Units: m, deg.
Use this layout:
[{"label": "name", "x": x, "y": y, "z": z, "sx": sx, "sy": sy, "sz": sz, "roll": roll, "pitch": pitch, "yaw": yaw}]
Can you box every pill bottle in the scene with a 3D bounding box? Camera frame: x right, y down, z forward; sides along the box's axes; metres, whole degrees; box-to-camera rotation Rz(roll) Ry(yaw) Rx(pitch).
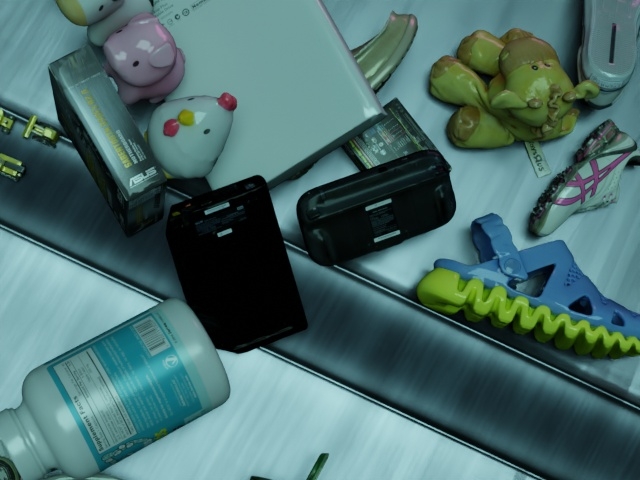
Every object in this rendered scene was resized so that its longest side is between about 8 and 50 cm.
[{"label": "pill bottle", "x": -0.251, "y": 0.187, "z": 1.587, "sx": 0.264, "sy": 0.146, "sz": 0.146, "roll": -27, "pitch": 85, "yaw": -14}]

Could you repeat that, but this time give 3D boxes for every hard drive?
[{"label": "hard drive", "x": -0.101, "y": -0.245, "z": 1.669, "sx": 0.233, "sy": 0.047, "sz": 0.353, "roll": -31, "pitch": 78, "yaw": 13}]

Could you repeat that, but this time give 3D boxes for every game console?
[{"label": "game console", "x": 0.000, "y": 0.000, "z": 1.651, "sx": 0.361, "sy": 0.044, "sz": 0.213, "roll": -20, "pitch": 119, "yaw": -9}]

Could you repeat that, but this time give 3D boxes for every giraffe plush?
[{"label": "giraffe plush", "x": 0.254, "y": -0.188, "z": 1.691, "sx": 0.181, "sy": 0.170, "sz": 0.210, "roll": -38, "pitch": 87, "yaw": -10}]

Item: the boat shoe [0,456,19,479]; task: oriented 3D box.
[{"label": "boat shoe", "x": -0.472, "y": 0.316, "z": 1.589, "sx": 0.224, "sy": 0.073, "sz": 0.080, "roll": -15, "pitch": 87, "yaw": -4}]

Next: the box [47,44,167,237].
[{"label": "box", "x": -0.253, "y": -0.112, "z": 1.598, "sx": 0.056, "sy": 0.231, "sz": 0.183, "roll": -30, "pitch": 86, "yaw": -12}]

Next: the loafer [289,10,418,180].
[{"label": "loafer", "x": 0.021, "y": -0.200, "z": 1.704, "sx": 0.092, "sy": 0.102, "sz": 0.268, "roll": 41, "pitch": 82, "yaw": -1}]

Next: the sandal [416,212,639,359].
[{"label": "sandal", "x": 0.289, "y": 0.059, "z": 1.686, "sx": 0.317, "sy": 0.126, "sz": 0.138, "roll": 20, "pitch": 76, "yaw": -4}]

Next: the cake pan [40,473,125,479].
[{"label": "cake pan", "x": -0.288, "y": 0.426, "z": 1.603, "sx": 0.293, "sy": 0.054, "sz": 0.293, "roll": 1, "pitch": 82, "yaw": -5}]

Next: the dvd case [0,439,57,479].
[{"label": "dvd case", "x": -0.339, "y": 0.242, "z": 1.647, "sx": 0.119, "sy": 0.013, "sz": 0.087, "roll": -20, "pitch": 84, "yaw": -10}]

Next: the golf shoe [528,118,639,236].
[{"label": "golf shoe", "x": 0.348, "y": -0.068, "z": 1.735, "sx": 0.086, "sy": 0.067, "sz": 0.186, "roll": 42, "pitch": 80, "yaw": 0}]

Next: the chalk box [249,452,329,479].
[{"label": "chalk box", "x": -0.034, "y": 0.355, "z": 1.601, "sx": 0.132, "sy": 0.132, "sz": 0.213, "roll": 15, "pitch": 79, "yaw": -3}]

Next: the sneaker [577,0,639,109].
[{"label": "sneaker", "x": 0.379, "y": -0.287, "z": 1.765, "sx": 0.094, "sy": 0.091, "sz": 0.258, "roll": 18, "pitch": 59, "yaw": 2}]

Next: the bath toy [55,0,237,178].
[{"label": "bath toy", "x": -0.214, "y": -0.237, "z": 1.597, "sx": 0.129, "sy": 0.151, "sz": 0.348, "roll": -39, "pitch": 76, "yaw": 35}]

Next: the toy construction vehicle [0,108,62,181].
[{"label": "toy construction vehicle", "x": -0.389, "y": -0.125, "z": 1.686, "sx": 0.098, "sy": 0.035, "sz": 0.085, "roll": 26, "pitch": 80, "yaw": -1}]

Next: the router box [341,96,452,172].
[{"label": "router box", "x": 0.097, "y": -0.109, "z": 1.731, "sx": 0.092, "sy": 0.038, "sz": 0.122, "roll": -37, "pitch": 86, "yaw": -10}]
